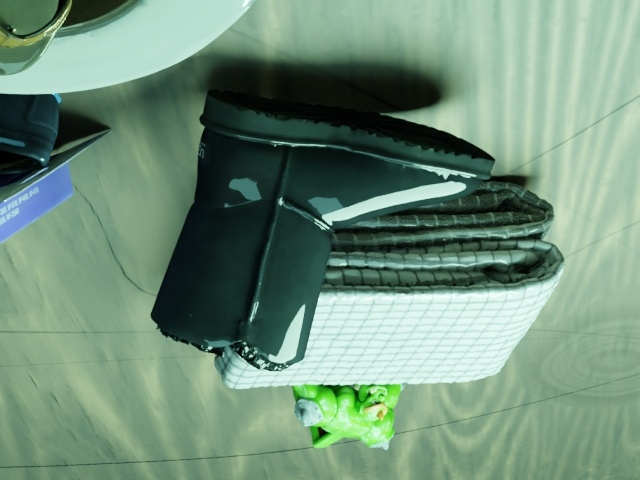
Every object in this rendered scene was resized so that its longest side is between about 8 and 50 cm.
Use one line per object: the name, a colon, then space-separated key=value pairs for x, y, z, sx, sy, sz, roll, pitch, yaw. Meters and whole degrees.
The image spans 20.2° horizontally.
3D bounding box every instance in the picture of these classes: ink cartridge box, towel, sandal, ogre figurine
ink cartridge box: x=-0.277 y=-0.012 z=1.383 sx=0.208 sy=0.045 sz=0.206 roll=-19 pitch=-168 yaw=22
towel: x=0.054 y=0.042 z=1.622 sx=0.283 sy=0.121 sz=0.235 roll=-1 pitch=155 yaw=-14
sandal: x=-0.151 y=-0.132 z=0.919 sx=0.072 sy=0.049 sz=0.180 roll=8 pitch=150 yaw=-27
ogre figurine: x=0.023 y=0.144 z=1.811 sx=0.096 sy=0.118 sz=0.197 roll=-14 pitch=153 yaw=15

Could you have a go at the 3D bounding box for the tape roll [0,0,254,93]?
tape roll: x=-0.161 y=-0.215 z=0.996 sx=0.246 sy=0.169 sz=0.246 roll=-6 pitch=154 yaw=-3

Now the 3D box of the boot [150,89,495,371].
boot: x=0.000 y=0.000 z=1.425 sx=0.246 sy=0.094 sz=0.207 roll=8 pitch=106 yaw=-17

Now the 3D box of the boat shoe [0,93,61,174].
boat shoe: x=-0.323 y=-0.069 z=1.339 sx=0.258 sy=0.089 sz=0.109 roll=-15 pitch=152 yaw=16
